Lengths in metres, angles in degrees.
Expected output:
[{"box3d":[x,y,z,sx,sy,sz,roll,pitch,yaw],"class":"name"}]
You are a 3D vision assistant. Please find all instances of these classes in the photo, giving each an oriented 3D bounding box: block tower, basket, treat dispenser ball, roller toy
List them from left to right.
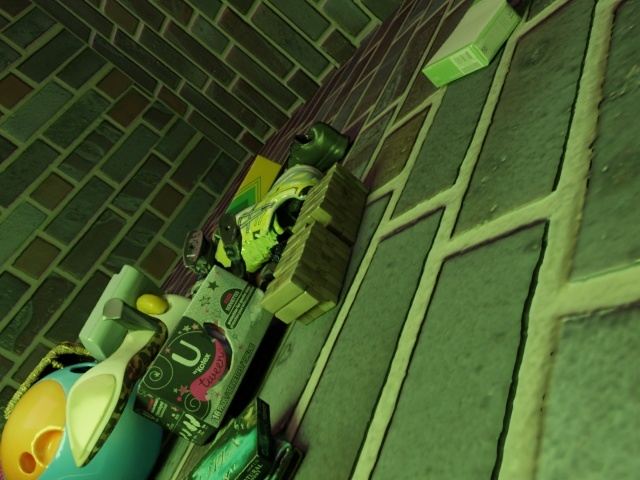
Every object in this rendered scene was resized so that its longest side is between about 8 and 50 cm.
[{"box3d":[-0.454,0.383,1.024,0.288,0.288,0.288,-47,17,19],"class":"treat dispenser ball"},{"box3d":[-0.576,0.395,1.324,0.213,0.299,0.223,-55,14,-14],"class":"basket"},{"box3d":[-0.302,0.212,1.136,0.191,0.209,0.146,107,-172,-52],"class":"roller toy"},{"box3d":[0.000,0.000,0.943,0.097,0.091,0.335,-38,21,39],"class":"block tower"}]

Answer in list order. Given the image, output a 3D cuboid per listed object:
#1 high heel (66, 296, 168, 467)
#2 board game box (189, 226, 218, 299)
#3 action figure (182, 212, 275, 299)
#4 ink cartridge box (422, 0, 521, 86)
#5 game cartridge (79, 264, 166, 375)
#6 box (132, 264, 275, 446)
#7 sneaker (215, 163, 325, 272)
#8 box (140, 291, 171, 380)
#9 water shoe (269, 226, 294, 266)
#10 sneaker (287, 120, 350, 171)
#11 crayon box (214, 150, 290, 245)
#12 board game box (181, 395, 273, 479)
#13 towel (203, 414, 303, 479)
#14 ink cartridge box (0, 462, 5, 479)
[{"box3d":[-0.323,0.244,0.889,0.186,0.093,0.261,64,-151,-62],"class":"high heel"},{"box3d":[-0.323,0.102,1.498,0.281,0.027,0.145,-84,6,-53],"class":"board game box"},{"box3d":[-0.182,0.069,1.063,0.185,0.285,0.099,-16,57,0],"class":"action figure"},{"box3d":[0.317,-0.418,1.024,0.235,0.056,0.171,-52,16,-11],"class":"ink cartridge box"},{"box3d":[-0.413,0.196,1.187,0.297,0.062,0.198,76,-149,-65],"class":"game cartridge"},{"box3d":[-0.195,0.195,0.912,0.163,0.142,0.247,-56,7,53],"class":"box"},{"box3d":[-0.139,-0.028,1.301,0.384,0.145,0.147,-48,16,19],"class":"sneaker"},{"box3d":[-0.521,0.329,1.635,0.311,0.121,0.148,-53,17,-3],"class":"box"},{"box3d":[-0.072,0.049,1.057,0.073,0.080,0.203,-45,17,25],"class":"water shoe"},{"box3d":[-0.044,-0.227,1.487,0.286,0.130,0.109,-43,20,34],"class":"sneaker"},{"box3d":[-0.196,-0.105,1.558,0.203,0.083,0.322,106,-170,-71],"class":"crayon box"},{"box3d":[-0.129,0.298,0.658,0.186,0.026,0.126,-49,15,6],"class":"board game box"},{"box3d":[-0.173,0.403,0.656,0.370,0.040,0.271,-59,18,-23],"class":"towel"},{"box3d":[-0.649,0.658,0.997,0.395,0.151,0.269,-76,-16,-56],"class":"ink cartridge box"}]
